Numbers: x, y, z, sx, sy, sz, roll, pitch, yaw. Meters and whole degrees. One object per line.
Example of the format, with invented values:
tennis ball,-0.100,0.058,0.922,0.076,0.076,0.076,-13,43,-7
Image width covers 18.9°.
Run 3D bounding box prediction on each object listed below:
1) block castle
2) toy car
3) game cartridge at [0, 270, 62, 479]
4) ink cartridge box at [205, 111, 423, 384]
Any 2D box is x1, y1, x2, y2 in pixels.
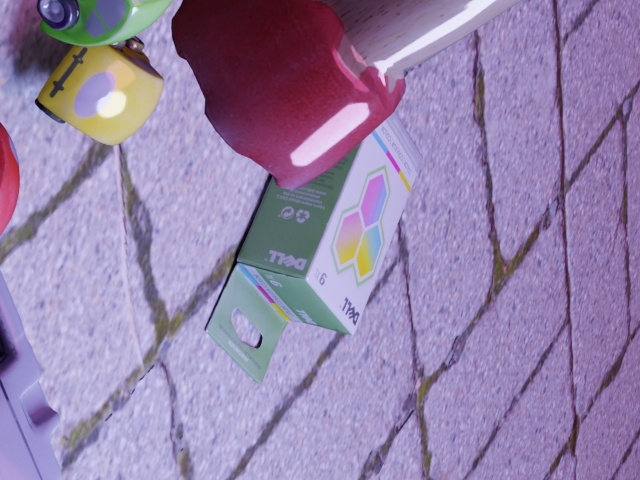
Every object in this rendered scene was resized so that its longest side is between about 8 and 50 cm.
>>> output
block castle,-0.055,-0.260,0.801,0.303,0.213,0.453,46,26,-29
toy car,-0.126,-0.093,1.010,0.239,0.053,0.225,-45,172,-48
game cartridge,-0.226,-0.025,0.760,0.060,0.196,0.294,-37,115,-42
ink cartridge box,0.000,0.000,1.408,0.209,0.062,0.109,-67,153,-17
